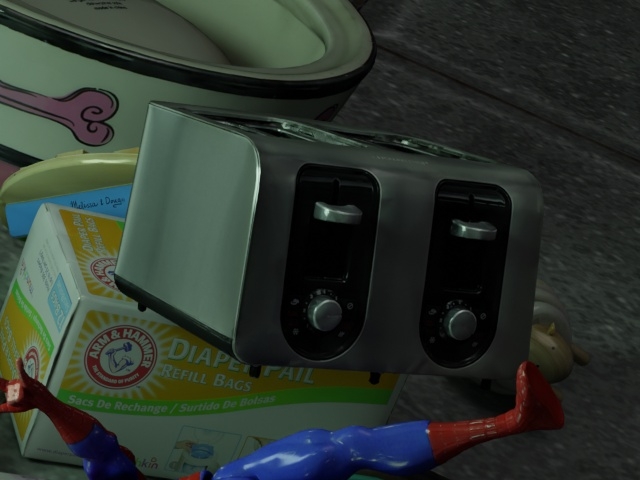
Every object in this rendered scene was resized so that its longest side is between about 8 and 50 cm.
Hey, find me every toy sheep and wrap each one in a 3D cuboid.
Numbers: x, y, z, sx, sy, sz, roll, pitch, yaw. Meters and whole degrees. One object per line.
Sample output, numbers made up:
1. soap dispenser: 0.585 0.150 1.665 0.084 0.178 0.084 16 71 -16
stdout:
1. toy sheep: 0.127 0.062 1.345 0.091 0.091 0.132 8 13 -32

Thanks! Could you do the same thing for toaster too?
1. toaster: 0.000 0.000 0.999 0.168 0.110 0.185 6 8 -29

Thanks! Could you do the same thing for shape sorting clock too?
1. shape sorting clock: -0.092 -0.011 1.200 0.206 0.040 0.206 3 -17 1

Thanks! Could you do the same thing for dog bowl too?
1. dog bowl: -0.173 -0.146 1.440 0.408 0.150 0.408 19 23 -8

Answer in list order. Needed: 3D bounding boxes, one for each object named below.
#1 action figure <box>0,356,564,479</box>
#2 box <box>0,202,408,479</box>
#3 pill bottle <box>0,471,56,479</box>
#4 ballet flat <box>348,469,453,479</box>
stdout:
1. action figure: -0.043 0.105 0.890 0.139 0.280 0.091 46 35 -50
2. box: -0.069 0.065 1.121 0.203 0.103 0.114 12 24 -24
3. pill bottle: -0.021 0.195 0.790 0.301 0.169 0.169 12 25 -23
4. ballet flat: 0.067 0.170 1.048 0.280 0.095 0.096 25 10 -23
